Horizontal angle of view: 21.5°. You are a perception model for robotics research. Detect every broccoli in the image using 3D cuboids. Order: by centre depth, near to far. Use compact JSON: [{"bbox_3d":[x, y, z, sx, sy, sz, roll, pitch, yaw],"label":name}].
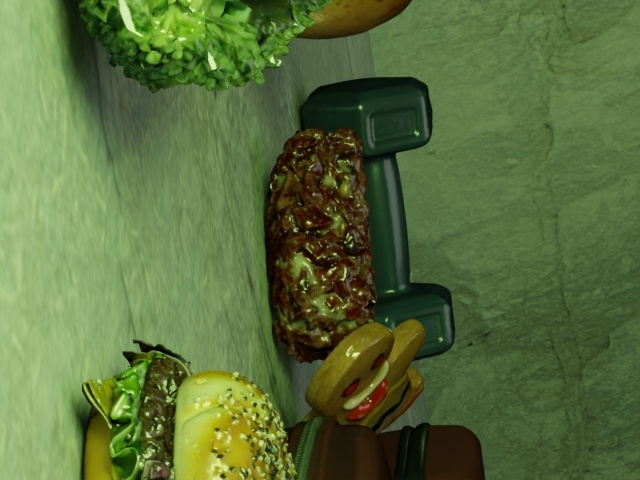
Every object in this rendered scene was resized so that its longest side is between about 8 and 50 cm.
[{"bbox_3d":[-0.051,-0.180,0.866,0.226,0.176,0.198,-113,-175,-53],"label":"broccoli"}]

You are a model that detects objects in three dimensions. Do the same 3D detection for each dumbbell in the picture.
[{"bbox_3d":[0.066,-0.022,1.886,0.156,0.143,0.316,-67,151,-77],"label":"dumbbell"}]

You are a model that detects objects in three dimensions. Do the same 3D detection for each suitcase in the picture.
[{"bbox_3d":[0.104,0.355,1.763,0.236,0.161,0.297,-64,147,-78],"label":"suitcase"}]

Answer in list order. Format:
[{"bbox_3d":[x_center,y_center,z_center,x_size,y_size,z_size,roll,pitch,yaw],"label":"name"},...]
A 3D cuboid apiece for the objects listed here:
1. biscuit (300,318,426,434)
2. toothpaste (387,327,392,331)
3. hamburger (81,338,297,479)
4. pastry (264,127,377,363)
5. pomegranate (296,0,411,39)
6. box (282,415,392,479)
[{"bbox_3d":[0.035,0.139,1.447,0.036,0.165,0.250,41,-15,18],"label":"biscuit"},{"bbox_3d":[0.019,0.086,1.590,0.205,0.036,0.056,-168,-106,-70],"label":"toothpaste"},{"bbox_3d":[-0.058,0.132,0.828,0.189,0.093,0.164,-63,146,-82],"label":"hamburger"},{"bbox_3d":[0.001,-0.001,1.473,0.115,0.097,0.208,118,-29,-68],"label":"pastry"},{"bbox_3d":[-0.003,-0.248,1.328,0.191,0.191,0.191,-6,90,-84],"label":"pomegranate"},{"bbox_3d":[0.018,0.332,1.248,0.263,0.108,0.404,-81,163,-67],"label":"box"}]
